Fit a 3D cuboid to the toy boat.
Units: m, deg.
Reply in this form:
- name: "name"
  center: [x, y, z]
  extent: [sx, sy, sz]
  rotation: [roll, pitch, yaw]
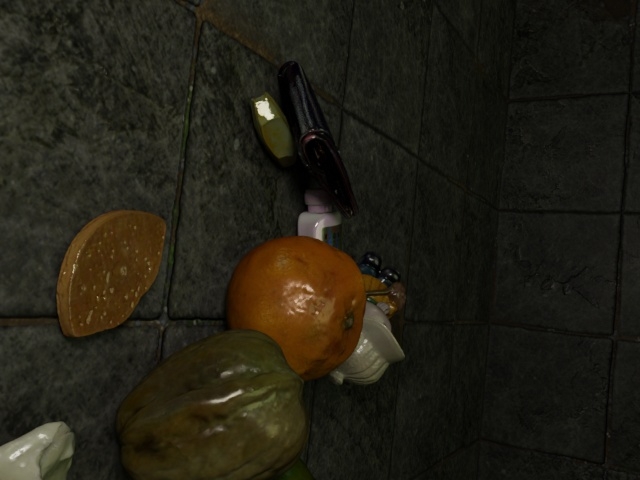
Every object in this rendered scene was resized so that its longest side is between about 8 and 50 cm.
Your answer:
- name: "toy boat"
  center: [-0.084, -0.200, 1.156]
  extent: [0.065, 0.066, 0.172]
  rotation: [-29, 133, -4]

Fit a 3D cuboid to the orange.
- name: "orange"
  center: [-0.046, 0.121, 1.086]
  extent: [0.261, 0.261, 0.261]
  rotation: [-10, 101, -59]

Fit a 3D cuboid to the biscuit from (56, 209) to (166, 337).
- name: "biscuit"
  center: [-0.291, 0.038, 0.853]
  extent: [0.221, 0.028, 0.142]
  rotation: [-64, 144, -33]

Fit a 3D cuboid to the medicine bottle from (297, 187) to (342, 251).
- name: "medicine bottle"
  center: [0.000, 0.000, 1.301]
  extent: [0.115, 0.078, 0.219]
  rotation: [-14, 105, -57]

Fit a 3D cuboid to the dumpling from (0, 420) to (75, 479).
- name: "dumpling"
  center: [-0.373, 0.391, 0.636]
  extent: [0.316, 0.233, 0.395]
  rotation: [108, -3, -47]

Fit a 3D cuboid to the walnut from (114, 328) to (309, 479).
- name: "walnut"
  center: [-0.153, 0.258, 0.898]
  extent: [0.283, 0.282, 0.228]
  rotation: [8, 56, -60]

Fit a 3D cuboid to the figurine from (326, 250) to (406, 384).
- name: "figurine"
  center: [0.091, 0.188, 1.411]
  extent: [0.185, 0.204, 0.332]
  rotation: [34, 26, -10]

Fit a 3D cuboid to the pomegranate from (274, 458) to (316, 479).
- name: "pomegranate"
  center: [-0.090, 0.422, 1.041]
  extent: [0.286, 0.230, 0.231]
  rotation: [-47, 132, -47]

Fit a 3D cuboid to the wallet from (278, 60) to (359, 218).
- name: "wallet"
  center: [-0.003, -0.192, 1.210]
  extent: [0.262, 0.071, 0.221]
  rotation: [57, 10, -50]
